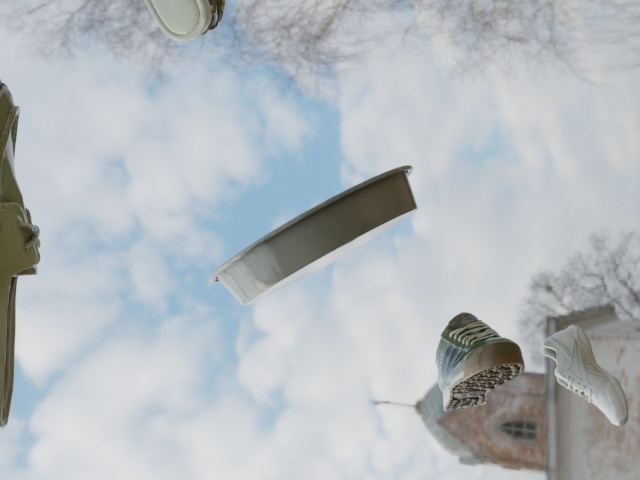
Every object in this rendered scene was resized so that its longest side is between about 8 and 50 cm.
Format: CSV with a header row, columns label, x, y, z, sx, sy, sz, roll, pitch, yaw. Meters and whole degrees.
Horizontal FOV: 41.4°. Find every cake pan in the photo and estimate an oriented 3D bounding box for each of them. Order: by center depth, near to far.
label,x,y,z,sx,sy,sz,roll,pitch,yaw
cake pan,0.000,0.000,1.071,0.293,0.293,0.054,-23,-97,-55

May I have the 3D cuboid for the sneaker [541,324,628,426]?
label,x,y,z,sx,sy,sz,roll,pitch,yaw
sneaker,0.339,0.180,1.094,0.054,0.061,0.152,84,164,-46

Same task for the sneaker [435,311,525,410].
label,x,y,z,sx,sy,sz,roll,pitch,yaw
sneaker,0.150,0.111,0.857,0.192,0.064,0.086,98,165,-67

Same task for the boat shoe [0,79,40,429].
label,x,y,z,sx,sy,sz,roll,pitch,yaw
boat shoe,-0.285,0.012,0.714,0.094,0.109,0.302,9,-93,-13

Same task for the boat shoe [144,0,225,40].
label,x,y,z,sx,sy,sz,roll,pitch,yaw
boat shoe,-0.222,-0.426,1.163,0.305,0.109,0.091,67,-153,-13
